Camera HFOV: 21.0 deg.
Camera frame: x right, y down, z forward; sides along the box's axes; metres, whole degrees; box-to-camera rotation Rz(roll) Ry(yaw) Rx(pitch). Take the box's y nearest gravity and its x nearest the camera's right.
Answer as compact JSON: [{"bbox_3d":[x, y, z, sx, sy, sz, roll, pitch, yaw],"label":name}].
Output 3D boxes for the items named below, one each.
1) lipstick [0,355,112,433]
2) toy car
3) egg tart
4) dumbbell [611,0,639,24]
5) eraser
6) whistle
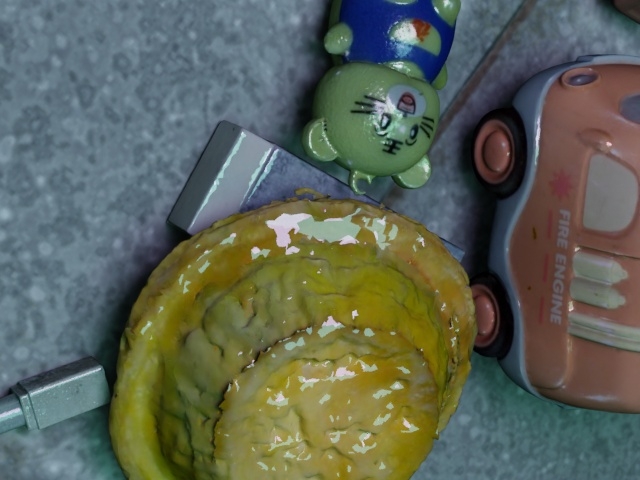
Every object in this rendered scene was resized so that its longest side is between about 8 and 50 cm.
[{"bbox_3d":[-0.212,0.118,1.199,0.129,0.030,0.030,-20,109,-20],"label":"lipstick"},{"bbox_3d":[0.237,0.003,1.266,0.180,0.212,0.271,-3,102,-34],"label":"toy car"},{"bbox_3d":[-0.014,0.106,1.209,0.288,0.118,0.288,-8,119,-14],"label":"egg tart"},{"bbox_3d":[0.328,-0.177,1.355,0.231,0.092,0.082,25,63,-26],"label":"dumbbell"},{"bbox_3d":[0.000,0.000,1.261,0.212,0.046,0.092,28,90,-27],"label":"eraser"},{"bbox_3d":[0.052,-0.141,1.230,0.105,0.085,0.227,17,81,-27],"label":"whistle"}]
